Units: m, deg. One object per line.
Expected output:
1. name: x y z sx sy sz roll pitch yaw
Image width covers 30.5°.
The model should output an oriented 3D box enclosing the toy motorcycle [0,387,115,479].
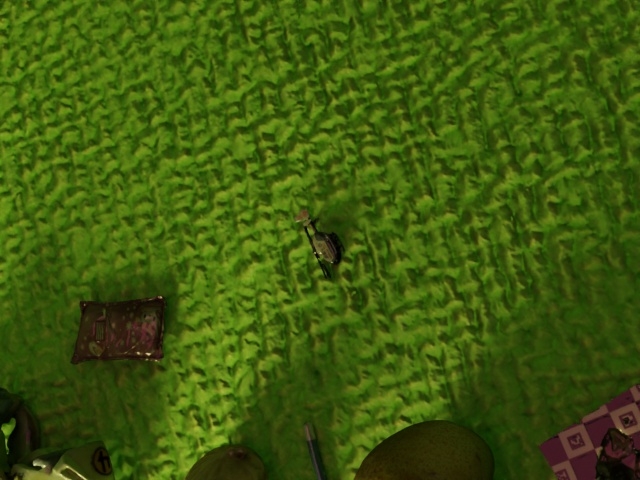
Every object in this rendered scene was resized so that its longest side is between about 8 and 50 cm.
1. toy motorcycle: -0.507 0.403 2.007 0.410 0.168 0.237 24 94 23

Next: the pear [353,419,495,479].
1. pear: 0.149 0.376 1.708 0.211 0.188 0.229 -1 86 16

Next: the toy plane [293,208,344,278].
1. toy plane: 0.000 0.000 1.889 0.049 0.031 0.121 -35 76 27

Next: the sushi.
1. sushi: 0.441 0.337 1.667 0.192 0.040 0.210 -34 71 10

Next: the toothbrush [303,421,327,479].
1. toothbrush: 0.014 0.422 1.858 0.025 0.019 0.276 -23 77 29

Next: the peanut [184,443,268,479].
1. peanut: -0.162 0.472 1.859 0.143 0.159 0.291 -3 85 49

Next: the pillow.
1. pillow: -0.346 0.156 2.023 0.185 0.043 0.118 -2 79 20
